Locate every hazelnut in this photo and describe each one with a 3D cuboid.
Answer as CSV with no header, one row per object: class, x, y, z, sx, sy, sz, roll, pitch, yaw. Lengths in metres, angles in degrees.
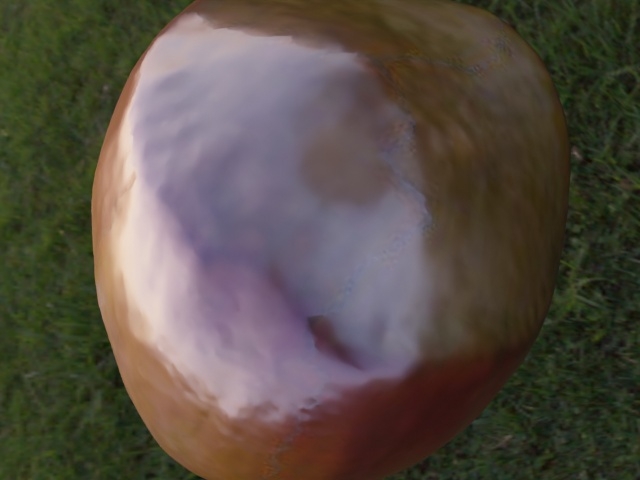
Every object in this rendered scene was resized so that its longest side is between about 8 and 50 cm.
hazelnut,0.002,-0.006,0.745,0.366,0.366,0.366,-5,81,33
